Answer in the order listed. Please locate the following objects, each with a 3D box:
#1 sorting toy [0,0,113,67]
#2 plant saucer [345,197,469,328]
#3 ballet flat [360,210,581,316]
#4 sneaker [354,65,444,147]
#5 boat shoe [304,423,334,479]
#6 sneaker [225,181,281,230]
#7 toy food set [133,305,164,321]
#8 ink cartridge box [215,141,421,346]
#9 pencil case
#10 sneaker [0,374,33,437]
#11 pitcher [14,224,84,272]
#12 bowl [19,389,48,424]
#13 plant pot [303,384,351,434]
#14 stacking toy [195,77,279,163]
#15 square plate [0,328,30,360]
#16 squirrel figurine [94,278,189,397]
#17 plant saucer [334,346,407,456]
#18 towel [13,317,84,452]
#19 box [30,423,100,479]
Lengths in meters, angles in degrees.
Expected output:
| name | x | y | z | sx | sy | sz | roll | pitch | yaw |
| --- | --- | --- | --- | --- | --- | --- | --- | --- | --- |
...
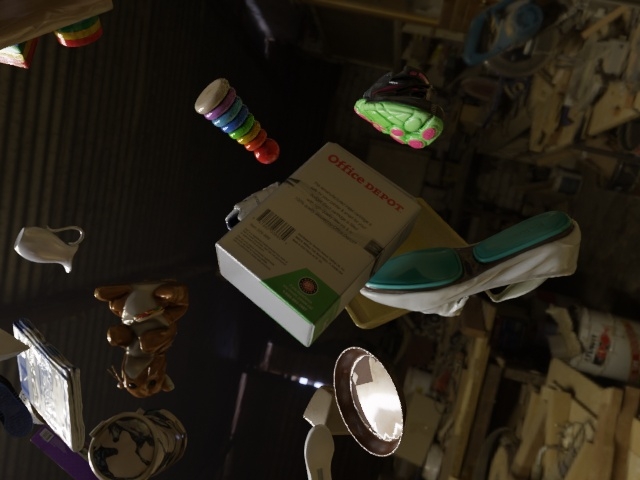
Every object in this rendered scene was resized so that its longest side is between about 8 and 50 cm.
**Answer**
| name | x | y | z | sx | sy | sz | roll | pitch | yaw |
| --- | --- | --- | --- | --- | --- | --- | --- | --- | --- |
| sorting toy | -0.561 | -0.431 | 1.137 | 0.257 | 0.255 | 0.089 | -31 | -36 | -22 |
| plant saucer | 0.174 | 0.061 | 1.406 | 0.332 | 0.333 | 0.080 | -124 | 17 | -48 |
| ballet flat | 0.273 | 0.069 | 1.069 | 0.139 | 0.401 | 0.139 | -18 | -90 | -78 |
| sneaker | 0.226 | -0.396 | 1.649 | 0.202 | 0.185 | 0.483 | -54 | 22 | 10 |
| boat shoe | -0.003 | 0.476 | 1.290 | 0.063 | 0.066 | 0.184 | -134 | 34 | -68 |
| sneaker | -0.162 | -0.040 | 1.363 | 0.110 | 0.129 | 0.297 | 66 | 157 | 17 |
| toy food set | -0.460 | 0.198 | 1.591 | 0.083 | 0.083 | 0.020 | -17 | 94 | 63 |
| ink cartridge box | 0.000 | 0.000 | 1.008 | 0.289 | 0.211 | 0.121 | -44 | -17 | -24 |
| pencil case | -0.458 | 0.516 | 1.505 | 0.159 | 0.184 | 0.410 | -59 | -4 | -15 |
| sneaker | -0.911 | 0.475 | 1.722 | 0.082 | 0.090 | 0.232 | -24 | -51 | -25 |
| pitcher | -1.001 | 0.005 | 2.187 | 0.126 | 0.207 | 0.177 | 13 | 79 | 56 |
| bowl | -0.934 | 0.532 | 1.928 | 0.170 | 0.080 | 0.170 | -20 | -90 | -86 |
| plant pot | 0.035 | 0.438 | 1.539 | 0.109 | 0.109 | 0.096 | 24 | 102 | 58 |
| stacking toy | -0.258 | -0.385 | 1.986 | 0.330 | 0.141 | 0.141 | 42 | -131 | -32 |
| square plate | -0.778 | 0.165 | 1.055 | 0.049 | 0.344 | 0.347 | -66 | -12 | 8 |
| squirrel figurine | -0.566 | 0.320 | 1.974 | 0.397 | 0.281 | 0.370 | -151 | 60 | -86 |
| plant saucer | 0.080 | 0.243 | 0.905 | 0.168 | 0.029 | 0.168 | 21 | 116 | 54 |
| towel | -0.590 | 0.307 | 1.279 | 0.034 | 0.285 | 0.209 | -16 | -61 | -44 |
| box | -0.663 | 0.631 | 1.666 | 0.057 | 0.293 | 0.201 | -49 | -4 | -17 |
